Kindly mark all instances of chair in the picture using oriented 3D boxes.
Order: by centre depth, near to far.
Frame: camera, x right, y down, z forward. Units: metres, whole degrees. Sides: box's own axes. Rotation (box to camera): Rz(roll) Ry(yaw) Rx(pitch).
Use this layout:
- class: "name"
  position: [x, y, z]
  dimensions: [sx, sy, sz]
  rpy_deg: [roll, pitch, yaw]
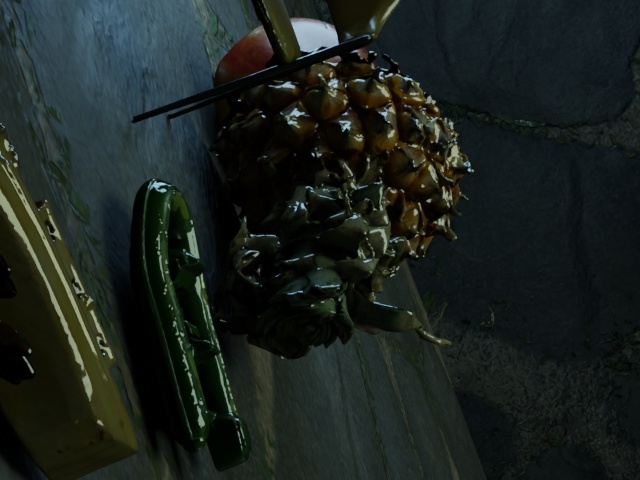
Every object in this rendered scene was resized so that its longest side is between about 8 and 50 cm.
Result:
- class: "chair"
  position: [-0.052, -0.212, 1.078]
  dimensions: [0.172, 0.247, 0.159]
  rpy_deg: [-32, 102, -80]

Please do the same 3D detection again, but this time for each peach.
- class: "peach"
  position: [-0.025, -0.145, 1.362]
  dimensions: [0.197, 0.197, 0.197]
  rpy_deg: [-19, 90, -81]

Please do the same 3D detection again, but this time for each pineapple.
- class: "pineapple"
  position: [0.000, 0.000, 1.145]
  dimensions: [0.272, 0.262, 0.262]
  rpy_deg: [-76, 148, -53]

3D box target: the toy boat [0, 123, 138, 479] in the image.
- class: "toy boat"
  position: [-0.146, 0.022, 0.627]
  dimensions: [0.077, 0.057, 0.200]
  rpy_deg: [-93, 162, -76]

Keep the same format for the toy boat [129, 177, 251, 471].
- class: "toy boat"
  position: [-0.094, 0.056, 0.884]
  dimensions: [0.104, 0.052, 0.210]
  rpy_deg: [43, 30, -67]

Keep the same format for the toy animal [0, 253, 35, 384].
- class: "toy animal"
  position: [-0.164, 0.069, 0.381]
  dimensions: [0.218, 0.116, 0.179]
  rpy_deg: [109, 1, -58]
